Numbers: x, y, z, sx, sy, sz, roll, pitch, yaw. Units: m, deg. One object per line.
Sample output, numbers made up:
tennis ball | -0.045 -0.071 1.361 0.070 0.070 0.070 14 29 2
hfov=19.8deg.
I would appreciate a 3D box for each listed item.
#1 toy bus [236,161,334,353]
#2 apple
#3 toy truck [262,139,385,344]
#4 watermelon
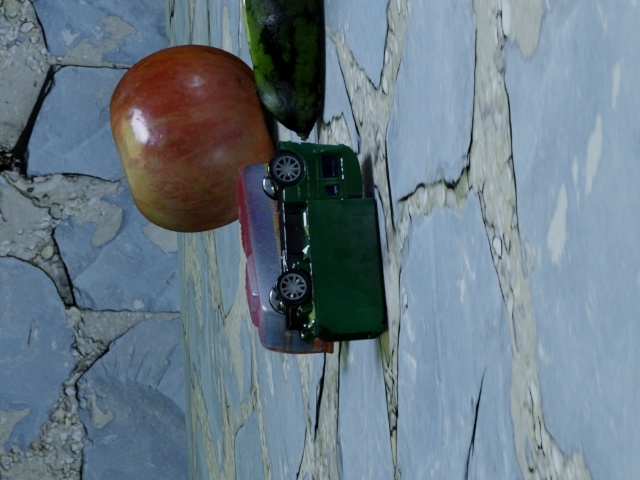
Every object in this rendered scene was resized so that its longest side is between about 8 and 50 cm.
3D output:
toy bus | -0.029 0.013 1.554 0.192 0.077 0.065 -101 9 -45
apple | -0.130 -0.106 1.914 0.209 0.164 0.209 166 90 -87
toy truck | 0.000 0.000 1.347 0.065 0.079 0.147 123 142 -78
watermelon | -0.030 -0.209 1.564 0.119 0.063 0.245 42 -137 -83
